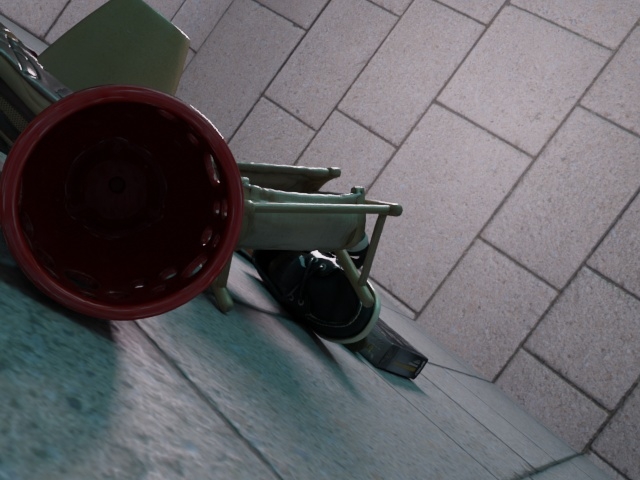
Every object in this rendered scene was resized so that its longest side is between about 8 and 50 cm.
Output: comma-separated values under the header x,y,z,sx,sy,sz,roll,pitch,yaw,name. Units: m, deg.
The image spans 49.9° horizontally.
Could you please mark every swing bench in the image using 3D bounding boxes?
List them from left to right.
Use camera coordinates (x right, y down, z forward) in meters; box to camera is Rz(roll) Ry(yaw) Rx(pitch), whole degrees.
x,y,z,sx,sy,sz,roll,pitch,yaw,name
-0.067,-0.030,1.009,0.253,0.165,0.254,0,27,-34,swing bench

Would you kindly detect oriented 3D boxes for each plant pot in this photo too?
x,y,z,sx,sy,sz,roll,pitch,yaw,name
-0.345,-0.257,1.127,0.256,0.274,0.256,36,3,-2,plant pot
-0.180,-0.039,0.619,0.191,0.191,0.174,35,-5,-23,plant pot

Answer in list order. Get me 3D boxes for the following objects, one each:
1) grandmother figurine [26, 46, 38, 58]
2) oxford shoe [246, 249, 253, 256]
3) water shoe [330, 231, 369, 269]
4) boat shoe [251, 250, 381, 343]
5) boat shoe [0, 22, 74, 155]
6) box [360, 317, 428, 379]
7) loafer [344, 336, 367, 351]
x,y,z,sx,sy,sz,roll,pitch,yaw,name
-0.562,-0.323,1.280,0.342,0.104,0.208,5,62,-80,grandmother figurine
-0.097,0.010,1.415,0.271,0.098,0.097,34,3,-11,oxford shoe
0.000,0.000,1.266,0.203,0.073,0.080,21,-44,38,water shoe
-0.024,0.069,1.173,0.113,0.127,0.340,33,3,-31,boat shoe
-0.357,-0.148,0.761,0.355,0.130,0.132,42,5,-14,boat shoe
0.090,0.179,1.391,0.231,0.056,0.183,38,5,34,box
0.027,0.146,1.267,0.148,0.056,0.050,47,4,7,loafer
